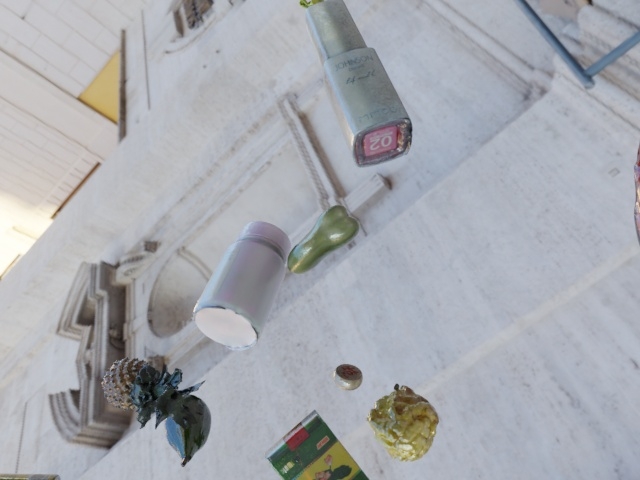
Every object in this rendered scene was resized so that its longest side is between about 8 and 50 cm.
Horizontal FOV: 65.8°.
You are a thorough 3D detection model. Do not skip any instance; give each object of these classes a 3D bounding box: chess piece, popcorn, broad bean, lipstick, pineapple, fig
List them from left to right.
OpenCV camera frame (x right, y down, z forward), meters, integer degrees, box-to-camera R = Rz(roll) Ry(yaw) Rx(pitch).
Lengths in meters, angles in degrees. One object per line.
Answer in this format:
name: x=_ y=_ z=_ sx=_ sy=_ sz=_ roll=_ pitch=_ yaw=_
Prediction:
pineapple: x=-0.346 y=0.304 z=1.018 sx=0.130 sy=0.277 sz=0.119 roll=-35 pitch=-69 yaw=-38
fig: x=-0.300 y=0.443 z=1.130 sx=0.117 sy=0.117 sz=0.177 roll=37 pitch=-170 yaw=-34
broad bean: x=0.000 y=0.000 z=1.511 sx=0.121 sy=0.263 sz=0.189 roll=53 pitch=-166 yaw=6
chess piece: x=0.077 y=0.380 z=1.377 sx=0.084 sy=0.038 sz=0.083 roll=8 pitch=-161 yaw=-3
lipstick: x=0.040 y=-0.218 z=0.655 sx=0.077 sy=0.079 sz=0.253 roll=77 pitch=175 yaw=-61
popcorn: x=0.206 y=0.452 z=1.230 sx=0.180 sy=0.180 sz=0.170 roll=-38 pitch=-55 yaw=-72

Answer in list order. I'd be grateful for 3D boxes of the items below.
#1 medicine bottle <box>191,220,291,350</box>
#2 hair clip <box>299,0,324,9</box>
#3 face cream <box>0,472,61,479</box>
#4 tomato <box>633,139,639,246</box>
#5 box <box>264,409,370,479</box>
medicine bottle: x=-0.232 y=0.129 z=1.552 sx=0.213 sy=0.213 sz=0.378 roll=42 pitch=-137 yaw=-22
hair clip: x=0.023 y=-0.448 z=1.025 sx=0.173 sy=0.046 sz=0.072 roll=51 pitch=-142 yaw=9
face cream: x=-0.663 y=0.468 z=0.879 sx=0.349 sy=0.105 sz=0.105 roll=7 pitch=-148 yaw=-11
tomato: x=0.293 y=-0.023 z=0.331 sx=0.174 sy=0.166 sz=0.082 roll=33 pitch=170 yaw=-18
box: x=0.010 y=0.468 z=0.979 sx=0.235 sy=0.132 sz=0.034 roll=53 pitch=168 yaw=-9
